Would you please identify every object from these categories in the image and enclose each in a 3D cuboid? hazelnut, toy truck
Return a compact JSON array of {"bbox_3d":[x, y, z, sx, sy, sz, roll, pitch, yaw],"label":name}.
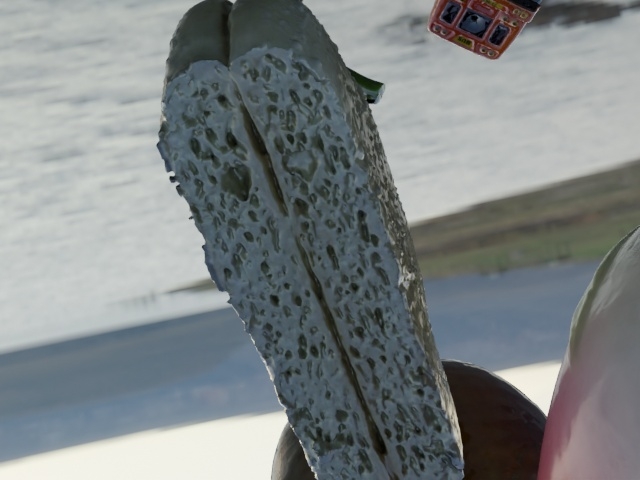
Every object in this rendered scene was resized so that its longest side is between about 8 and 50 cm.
[{"bbox_3d":[0.113,0.330,1.711,0.359,0.359,0.409,-12,-144,-5],"label":"hazelnut"},{"bbox_3d":[0.192,-0.315,1.601,0.107,0.252,0.114,24,138,-4],"label":"toy truck"}]

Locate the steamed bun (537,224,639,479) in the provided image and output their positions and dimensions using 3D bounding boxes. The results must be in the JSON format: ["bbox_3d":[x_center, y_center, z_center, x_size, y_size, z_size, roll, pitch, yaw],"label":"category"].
[{"bbox_3d":[0.228,0.111,0.712,0.309,0.309,0.309,-12,178,0],"label":"steamed bun"}]

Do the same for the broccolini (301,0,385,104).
[{"bbox_3d":[0.012,-0.247,1.498,0.123,0.271,0.062,-37,153,11],"label":"broccolini"}]

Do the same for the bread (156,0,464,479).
[{"bbox_3d":[0.005,0.000,0.896,0.102,0.337,0.183,-15,-154,12],"label":"bread"}]
